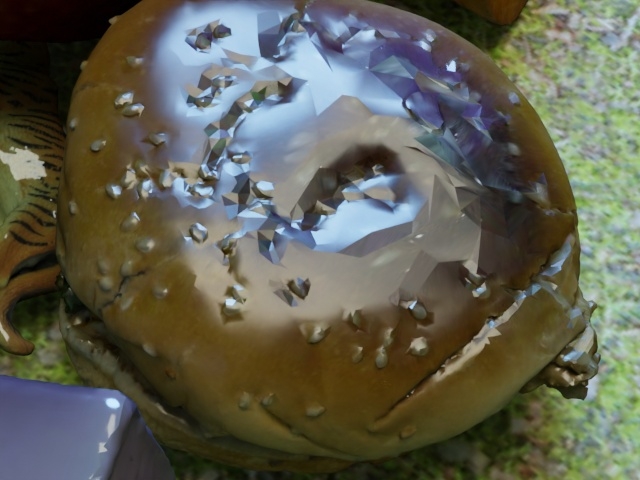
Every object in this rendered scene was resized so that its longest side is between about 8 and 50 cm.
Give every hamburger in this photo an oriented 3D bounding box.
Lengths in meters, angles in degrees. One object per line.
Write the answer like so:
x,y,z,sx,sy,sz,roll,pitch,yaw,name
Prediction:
0.000,0.000,0.876,0.286,0.146,0.243,42,59,11,hamburger

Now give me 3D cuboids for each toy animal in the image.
-0.164,-0.040,0.941,0.099,0.057,0.241,-2,51,-29,toy animal

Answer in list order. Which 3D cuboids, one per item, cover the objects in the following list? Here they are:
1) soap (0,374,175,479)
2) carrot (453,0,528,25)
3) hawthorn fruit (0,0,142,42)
-0.230,0.175,0.673,0.296,0.107,0.285,7,57,17,soap
0.026,-0.233,1.080,0.225,0.159,0.159,19,51,17,carrot
-0.140,-0.246,0.936,0.311,0.295,0.295,36,54,0,hawthorn fruit
